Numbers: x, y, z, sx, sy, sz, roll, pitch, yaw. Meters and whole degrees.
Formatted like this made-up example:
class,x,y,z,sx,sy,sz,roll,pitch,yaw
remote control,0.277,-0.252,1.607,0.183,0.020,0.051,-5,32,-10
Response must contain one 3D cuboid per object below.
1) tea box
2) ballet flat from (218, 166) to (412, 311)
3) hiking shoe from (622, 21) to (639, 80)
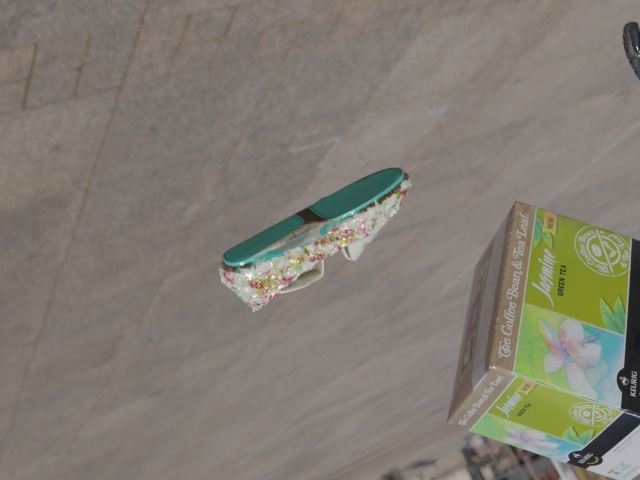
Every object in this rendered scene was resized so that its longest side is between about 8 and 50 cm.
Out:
class,x,y,z,sx,sy,sz,roll,pitch,yaw
tea box,0.408,0.163,1.562,0.323,0.329,0.220,17,144,-1
ballet flat,0.000,0.000,1.072,0.240,0.077,0.091,-27,-153,-9
hiking shoe,0.710,-0.367,1.985,0.114,0.227,0.086,-28,-164,22
